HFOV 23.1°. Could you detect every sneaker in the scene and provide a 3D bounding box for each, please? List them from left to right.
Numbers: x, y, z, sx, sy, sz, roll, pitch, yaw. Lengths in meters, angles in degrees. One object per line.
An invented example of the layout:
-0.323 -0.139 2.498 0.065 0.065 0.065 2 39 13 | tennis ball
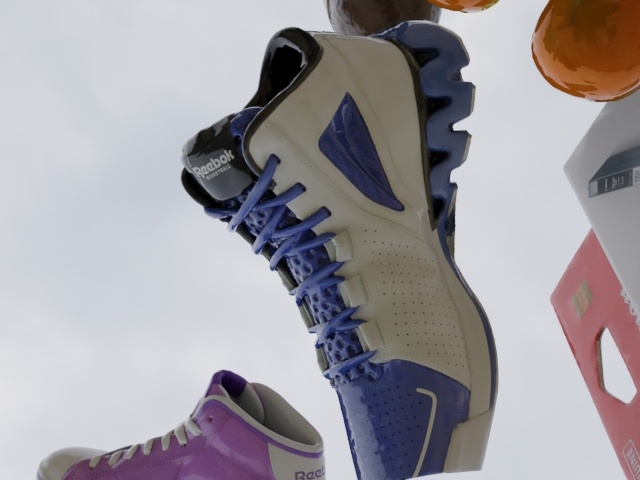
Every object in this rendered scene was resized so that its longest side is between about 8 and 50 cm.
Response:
-0.112 0.173 1.283 0.282 0.161 0.102 10 -166 28 | sneaker
0.000 -0.001 0.992 0.182 0.127 0.315 7 -109 -31 | sneaker

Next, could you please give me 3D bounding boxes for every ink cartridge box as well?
0.257 0.026 1.225 0.066 0.261 0.296 19 -151 -21 | ink cartridge box

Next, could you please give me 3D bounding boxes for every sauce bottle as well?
0.051 -0.249 1.486 0.111 0.111 0.344 -1 -131 -16 | sauce bottle

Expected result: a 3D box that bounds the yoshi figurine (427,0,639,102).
0.006 -0.170 0.620 0.203 0.362 0.203 -16 -121 28 | yoshi figurine
